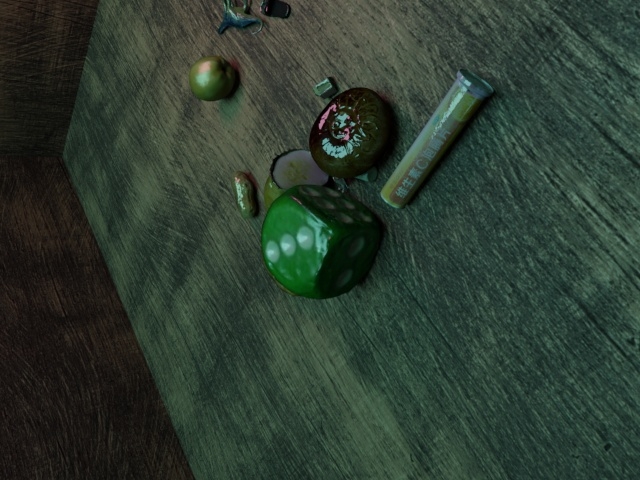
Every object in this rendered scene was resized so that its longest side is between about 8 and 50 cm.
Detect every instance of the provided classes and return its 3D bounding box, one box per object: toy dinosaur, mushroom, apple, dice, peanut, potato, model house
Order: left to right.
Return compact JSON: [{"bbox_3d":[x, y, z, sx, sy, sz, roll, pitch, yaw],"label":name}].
[{"bbox_3d":[-0.462,-0.691,2.180,0.200,0.200,0.200,7,99,46],"label":"apple"},{"bbox_3d":[-0.347,-0.932,2.112,0.363,0.076,0.147,22,130,44],"label":"toy dinosaur"},{"bbox_3d":[-0.324,-0.195,2.156,0.099,0.099,0.214,-14,83,47],"label":"peanut"},{"bbox_3d":[-0.112,-0.167,1.875,0.229,0.229,0.266,59,147,24],"label":"potato"},{"bbox_3d":[0.000,0.000,1.692,0.297,0.287,0.300,40,122,37],"label":"dice"},{"bbox_3d":[0.015,-0.528,1.793,0.083,0.057,0.058,-28,101,25],"label":"model house"},{"bbox_3d":[0.055,-0.219,1.757,0.108,0.032,0.220,58,177,-33],"label":"toy dinosaur"},{"bbox_3d":[0.088,-0.345,1.629,0.278,0.163,0.297,39,101,39],"label":"mushroom"}]

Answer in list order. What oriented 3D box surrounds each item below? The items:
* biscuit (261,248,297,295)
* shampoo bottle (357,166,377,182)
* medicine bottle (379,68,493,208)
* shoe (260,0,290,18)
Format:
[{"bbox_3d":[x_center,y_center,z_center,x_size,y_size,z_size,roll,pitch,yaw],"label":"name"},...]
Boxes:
[{"bbox_3d":[-0.132,0.088,1.961,0.274,0.091,0.213,57,146,4],"label":"biscuit"},{"bbox_3d":[0.103,-0.243,1.723,0.195,0.056,0.056,24,111,43],"label":"shampoo bottle"},{"bbox_3d":[0.319,-0.272,1.463,0.108,0.108,0.426,54,131,28],"label":"medicine bottle"},{"bbox_3d":[-0.187,-0.895,1.960,0.179,0.049,0.071,35,118,39],"label":"shoe"}]
